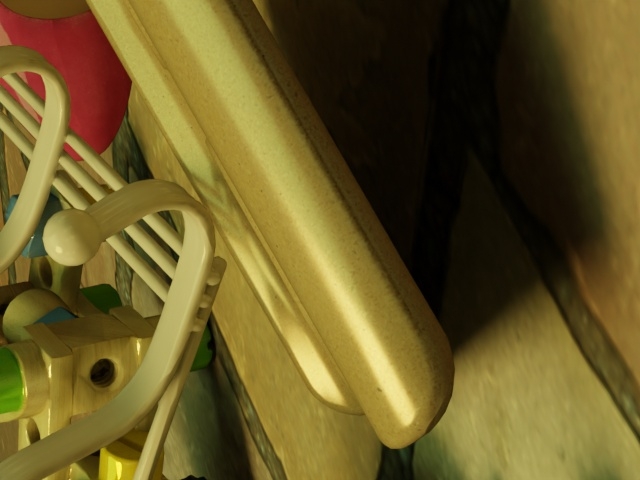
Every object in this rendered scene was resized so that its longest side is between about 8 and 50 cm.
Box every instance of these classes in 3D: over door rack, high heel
[{"bbox_3d":[-0.150,0.077,0.734,0.239,0.108,0.324,43,132,45],"label":"over door rack"},{"bbox_3d":[-0.123,-0.161,0.829,0.117,0.082,0.244,142,123,-75],"label":"high heel"}]

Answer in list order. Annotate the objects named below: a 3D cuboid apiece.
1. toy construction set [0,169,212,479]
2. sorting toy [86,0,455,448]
[{"bbox_3d":[-0.129,0.135,0.953,0.215,0.151,0.328,37,144,47],"label":"toy construction set"},{"bbox_3d":[0.000,0.000,0.556,0.307,0.041,0.229,60,175,2],"label":"sorting toy"}]
